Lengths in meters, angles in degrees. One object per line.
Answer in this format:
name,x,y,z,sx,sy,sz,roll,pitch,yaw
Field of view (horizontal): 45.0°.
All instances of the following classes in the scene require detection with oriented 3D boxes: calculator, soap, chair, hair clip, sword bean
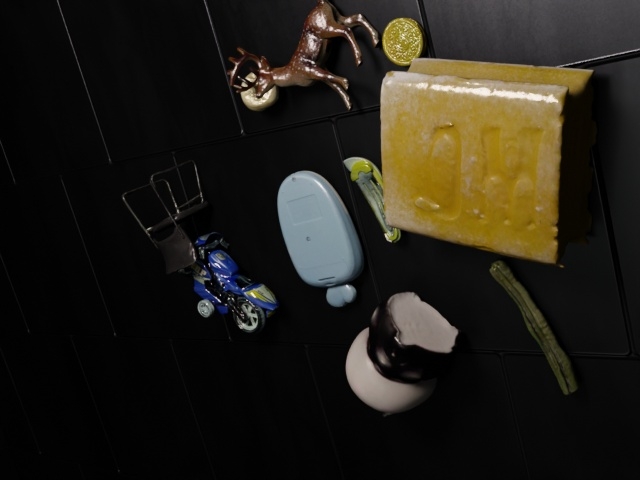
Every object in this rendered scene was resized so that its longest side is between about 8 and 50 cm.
calculator,0.000,0.000,1.632,0.188,0.042,0.303,-15,97,42
soap,0.272,-0.138,1.273,0.335,0.156,0.294,16,124,35
chair,-0.335,-0.050,1.813,0.140,0.145,0.221,-24,93,44
hair clip,0.111,-0.084,1.508,0.060,0.033,0.189,-27,89,41
sword bean,0.387,0.152,1.389,0.043,0.038,0.269,-32,88,18

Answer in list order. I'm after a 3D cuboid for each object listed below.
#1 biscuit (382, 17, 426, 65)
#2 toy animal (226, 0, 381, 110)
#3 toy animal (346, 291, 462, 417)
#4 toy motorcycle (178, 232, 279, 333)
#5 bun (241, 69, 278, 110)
biscuit,0.148,-0.350,1.362,0.084,0.023,0.084,17,118,34
toy animal,-0.032,-0.348,1.468,0.260,0.087,0.244,34,104,21
toy animal,0.151,0.234,1.533,0.187,0.165,0.235,42,132,19
toy motorcycle,-0.229,0.088,1.815,0.315,0.113,0.169,38,126,19
bun,-0.120,-0.305,1.581,0.086,0.055,0.086,-1,87,21
